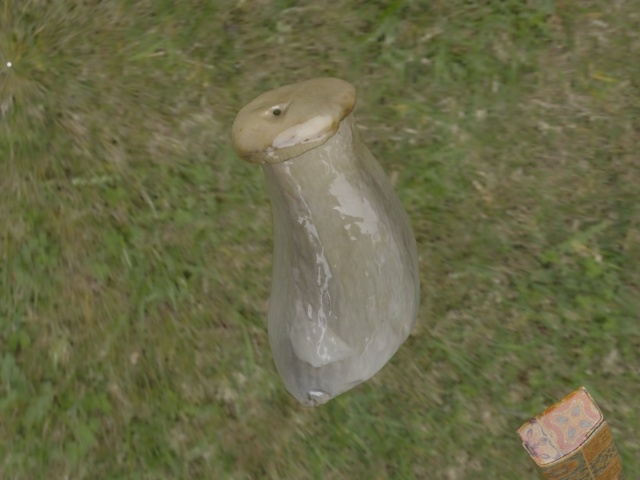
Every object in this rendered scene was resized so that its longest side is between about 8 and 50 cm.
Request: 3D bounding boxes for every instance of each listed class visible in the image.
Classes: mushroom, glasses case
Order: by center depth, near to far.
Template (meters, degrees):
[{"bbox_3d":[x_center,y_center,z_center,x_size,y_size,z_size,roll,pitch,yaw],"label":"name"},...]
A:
[{"bbox_3d":[0.010,0.003,0.959,0.108,0.096,0.247,1,129,14],"label":"mushroom"},{"bbox_3d":[0.242,0.209,1.349,0.075,0.218,0.049,-32,60,1],"label":"glasses case"}]
